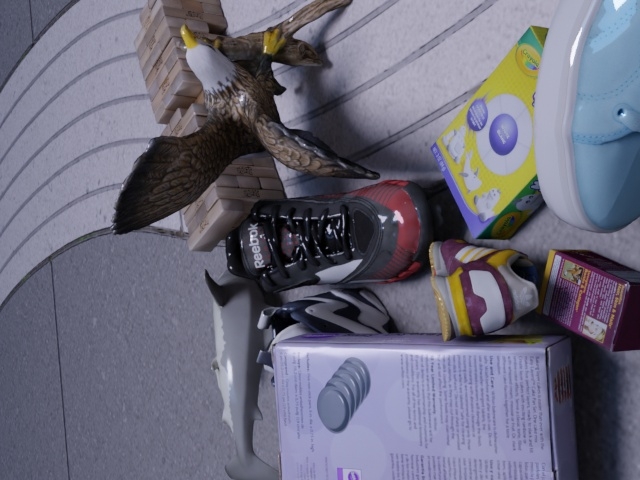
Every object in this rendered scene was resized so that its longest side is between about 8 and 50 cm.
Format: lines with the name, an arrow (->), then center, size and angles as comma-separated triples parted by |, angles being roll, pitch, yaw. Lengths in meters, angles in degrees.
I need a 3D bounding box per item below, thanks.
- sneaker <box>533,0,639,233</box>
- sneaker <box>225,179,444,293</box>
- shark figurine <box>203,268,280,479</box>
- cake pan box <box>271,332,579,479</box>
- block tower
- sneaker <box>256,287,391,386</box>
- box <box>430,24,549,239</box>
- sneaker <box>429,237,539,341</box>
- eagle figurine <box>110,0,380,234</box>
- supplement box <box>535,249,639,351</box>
sneaker -> 0.252, -0.152, 0.673 | 0.150, 0.135, 0.366 | 46, 127, 50
sneaker -> 0.000, 0.001, 1.040 | 0.276, 0.135, 0.097 | -9, 88, 55
shark figurine -> -0.064, 0.131, 1.179 | 0.166, 0.116, 0.278 | 83, 180, -65
cake pan box -> 0.086, 0.209, 0.874 | 0.246, 0.070, 0.266 | -4, 91, 32
block tower -> -0.138, -0.149, 1.294 | 0.091, 0.097, 0.335 | -48, 49, 44
sneaker -> 0.023, 0.126, 0.992 | 0.235, 0.153, 0.094 | 55, 133, 41
box -> 0.169, -0.092, 0.879 | 0.179, 0.043, 0.105 | -51, 50, 41
sneaker -> 0.135, 0.036, 0.881 | 0.185, 0.084, 0.069 | -70, -31, -75
eagle figurine -> -0.079, -0.111, 1.049 | 0.226, 0.225, 0.298 | -49, 31, 35
supplement box -> 0.210, 0.043, 0.812 | 0.083, 0.043, 0.055 | 31, 115, 53
